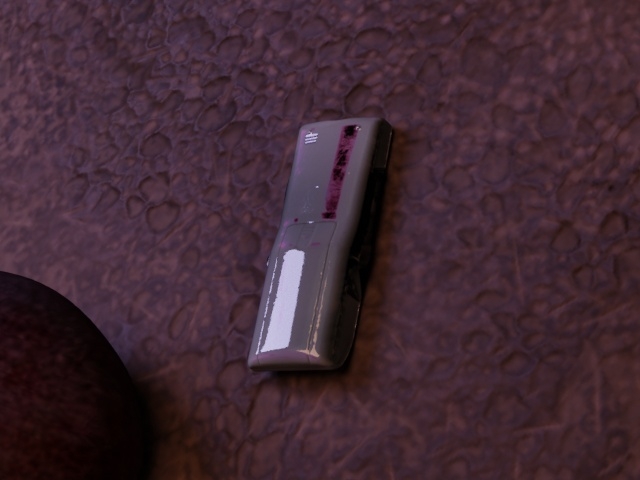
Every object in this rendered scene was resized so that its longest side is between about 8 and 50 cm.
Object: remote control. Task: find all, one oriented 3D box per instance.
[{"bbox_3d":[0.000,0.000,1.144,0.065,0.029,0.166,-4,63,32],"label":"remote control"}]

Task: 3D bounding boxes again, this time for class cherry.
[{"bbox_3d":[-0.195,0.106,1.137,0.176,0.140,0.176,-8,55,12],"label":"cherry"}]
